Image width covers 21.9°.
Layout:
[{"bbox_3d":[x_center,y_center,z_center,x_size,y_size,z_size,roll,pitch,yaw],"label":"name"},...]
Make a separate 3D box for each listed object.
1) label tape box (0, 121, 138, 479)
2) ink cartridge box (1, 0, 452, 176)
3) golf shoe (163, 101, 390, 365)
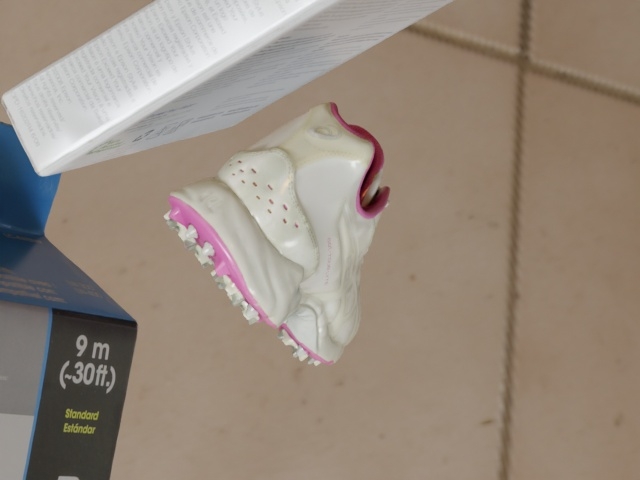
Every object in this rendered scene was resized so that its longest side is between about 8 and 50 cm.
[{"bbox_3d":[-0.237,0.089,1.017,0.249,0.115,0.348,15,86,-56],"label":"label tape box"},{"bbox_3d":[0.000,-0.107,0.748,0.045,0.224,0.223,64,20,-1],"label":"ink cartridge box"},{"bbox_3d":[0.000,0.000,1.111,0.140,0.306,0.115,-43,76,-1],"label":"golf shoe"}]
